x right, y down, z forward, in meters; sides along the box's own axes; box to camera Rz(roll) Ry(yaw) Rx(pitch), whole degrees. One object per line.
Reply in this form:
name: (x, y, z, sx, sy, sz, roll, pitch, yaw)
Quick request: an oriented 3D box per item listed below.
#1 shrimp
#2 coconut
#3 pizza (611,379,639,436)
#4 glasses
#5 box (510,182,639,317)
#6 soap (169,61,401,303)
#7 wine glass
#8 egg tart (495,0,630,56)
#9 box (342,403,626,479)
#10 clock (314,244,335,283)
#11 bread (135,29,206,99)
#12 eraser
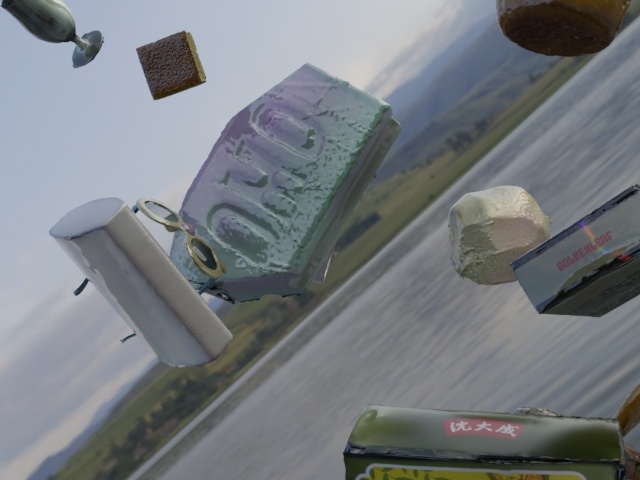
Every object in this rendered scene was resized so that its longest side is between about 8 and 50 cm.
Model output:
shrimp: (0.417, 0.313, 1.352, 0.145, 0.267, 0.061, -20, 41, 63)
coconut: (0.334, -0.014, 1.632, 0.194, 0.194, 0.194, -42, -4, -3)
pizza: (0.518, 0.240, 1.408, 0.131, 0.041, 0.178, -5, -53, -53)
glasses: (-0.289, 0.052, 1.450, 0.220, 0.189, 0.088, -45, -8, -6)
box: (0.419, 0.026, 1.261, 0.198, 0.084, 0.310, -36, -23, 24)
soap: (-0.078, -0.088, 1.596, 0.446, 0.261, 0.156, -59, -14, 0)
wine glass: (-0.571, -0.465, 1.879, 0.103, 0.103, 0.222, -43, -43, 9)
egg tart: (0.318, -0.348, 1.166, 0.215, 0.215, 0.170, 118, 166, -79)
box: (0.240, 0.453, 1.277, 0.373, 0.420, 0.138, 0, 19, 17)
clock: (0.000, 0.000, 2.098, 0.197, 0.068, 0.196, 16, -90, -87)
bread: (-0.244, -0.286, 1.454, 0.095, 0.090, 0.035, -17, 6, 17)
eraser: (-0.265, 0.066, 1.314, 0.174, 0.270, 0.095, -3, 38, 50)
